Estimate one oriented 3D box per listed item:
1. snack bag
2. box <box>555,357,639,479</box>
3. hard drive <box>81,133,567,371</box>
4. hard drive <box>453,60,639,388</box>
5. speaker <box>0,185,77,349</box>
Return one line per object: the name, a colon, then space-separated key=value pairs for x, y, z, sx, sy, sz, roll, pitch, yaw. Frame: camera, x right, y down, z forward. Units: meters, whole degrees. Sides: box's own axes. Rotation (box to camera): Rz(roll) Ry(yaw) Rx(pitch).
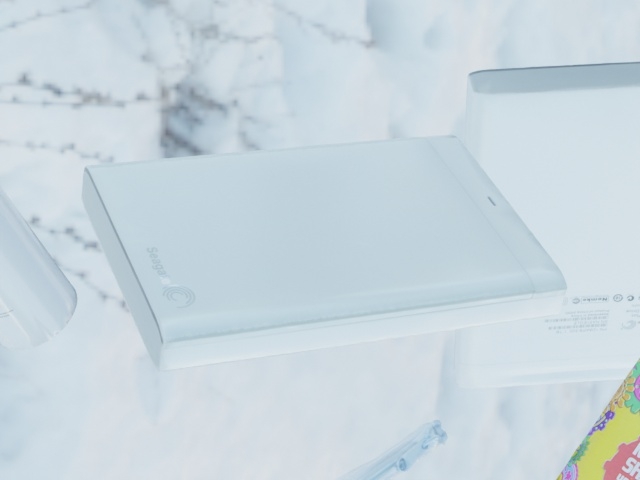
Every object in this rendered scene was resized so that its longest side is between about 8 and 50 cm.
snack bag: x=-0.094 y=0.266 z=1.267 sx=0.323 sy=0.342 sz=0.037 roll=-27 pitch=83 yaw=-45
box: x=0.299 y=0.215 z=0.810 sx=0.279 sy=0.290 sz=0.177 roll=36 pitch=88 yaw=-41
hard drive: x=0.000 y=0.000 z=1.157 sx=0.307 sy=0.203 sz=0.040 roll=-6 pitch=129 yaw=-23
hard drive: x=0.249 y=-0.008 z=1.490 sx=0.047 sy=0.233 sz=0.353 roll=-97 pitch=-176 yaw=-51
speaker: x=-0.188 y=0.000 z=0.868 sx=0.055 sy=0.055 sz=0.136 roll=-62 pitch=141 yaw=-32
